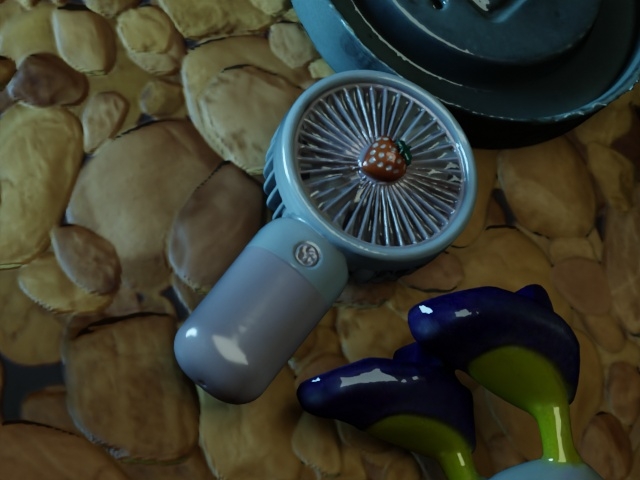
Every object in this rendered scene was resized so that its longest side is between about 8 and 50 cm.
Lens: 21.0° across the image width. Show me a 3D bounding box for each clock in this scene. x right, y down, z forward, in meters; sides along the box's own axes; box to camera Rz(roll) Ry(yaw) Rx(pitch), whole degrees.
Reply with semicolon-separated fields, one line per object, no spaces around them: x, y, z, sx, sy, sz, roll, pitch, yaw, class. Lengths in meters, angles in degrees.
0.103;-0.192;1.183;0.280;0.055;0.280;9;64;-19;clock

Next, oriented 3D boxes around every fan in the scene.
0.000;0.000;1.040;0.130;0.074;0.244;39;59;-2;fan

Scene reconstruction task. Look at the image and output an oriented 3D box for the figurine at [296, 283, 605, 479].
0.120;0.229;0.949;0.193;0.154;0.421;30;42;-48;figurine
